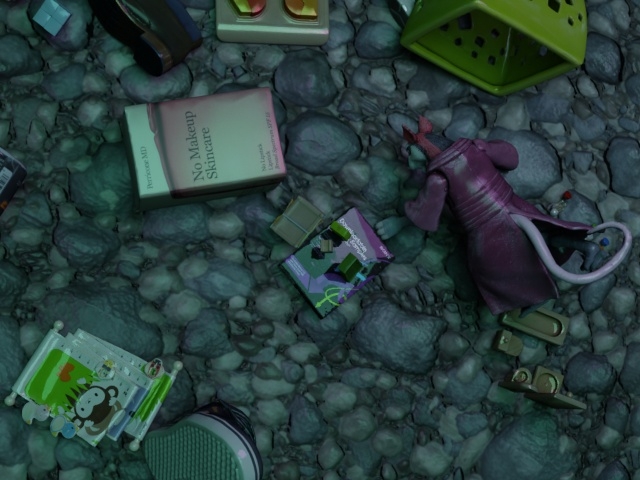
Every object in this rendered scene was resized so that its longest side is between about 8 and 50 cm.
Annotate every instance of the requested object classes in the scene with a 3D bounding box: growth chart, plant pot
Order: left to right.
[{"bbox_3d":[-0.346,0.224,1.560,0.237,0.021,0.172,19,75,11],"label":"growth chart"},{"bbox_3d":[0.299,-0.392,1.689,0.228,0.227,0.207,24,72,-23],"label":"plant pot"}]

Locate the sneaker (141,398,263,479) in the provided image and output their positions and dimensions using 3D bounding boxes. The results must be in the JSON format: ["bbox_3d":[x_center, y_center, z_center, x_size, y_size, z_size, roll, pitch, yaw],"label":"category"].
[{"bbox_3d":[-0.143,0.292,1.474,0.127,0.321,0.126,-17,93,-31],"label":"sneaker"}]

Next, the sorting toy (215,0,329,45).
[{"bbox_3d":[-0.080,-0.434,1.726,0.193,0.038,0.208,0,83,-12],"label":"sorting toy"}]

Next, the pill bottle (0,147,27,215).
[{"bbox_3d":[-0.555,-0.036,1.527,0.130,0.130,0.246,31,78,-6],"label":"pill bottle"}]

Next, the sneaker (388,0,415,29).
[{"bbox_3d":[0.140,-0.427,1.763,0.061,0.053,0.152,-27,88,-17],"label":"sneaker"}]

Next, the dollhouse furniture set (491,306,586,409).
[{"bbox_3d":[0.366,0.181,1.689,0.144,0.123,0.151,22,79,-8],"label":"dollhouse furniture set"}]

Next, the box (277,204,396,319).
[{"bbox_3d":[0.028,0.035,1.689,0.162,0.029,0.116,-39,91,-15],"label":"box"}]

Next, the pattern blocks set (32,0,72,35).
[{"bbox_3d":[-0.497,-0.482,1.595,0.324,0.026,0.285,28,102,-4],"label":"pattern blocks set"}]

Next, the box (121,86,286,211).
[{"bbox_3d":[-0.185,-0.143,1.619,0.232,0.127,0.149,-10,85,-13],"label":"box"}]

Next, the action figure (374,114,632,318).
[{"bbox_3d":[0.254,-0.046,1.624,0.248,0.276,0.370,-43,95,-11],"label":"action figure"}]

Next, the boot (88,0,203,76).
[{"bbox_3d":[-0.290,-0.370,1.669,0.106,0.082,0.219,-36,86,-36],"label":"boot"}]

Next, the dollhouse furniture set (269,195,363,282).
[{"bbox_3d":[0.000,0.000,1.662,0.151,0.058,0.076,38,83,18],"label":"dollhouse furniture set"}]

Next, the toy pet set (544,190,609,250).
[{"bbox_3d":[0.422,-0.003,1.771,0.122,0.065,0.114,50,41,-4],"label":"toy pet set"}]
